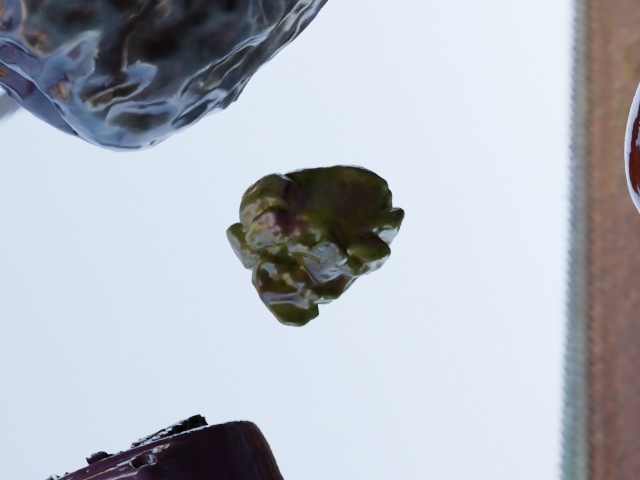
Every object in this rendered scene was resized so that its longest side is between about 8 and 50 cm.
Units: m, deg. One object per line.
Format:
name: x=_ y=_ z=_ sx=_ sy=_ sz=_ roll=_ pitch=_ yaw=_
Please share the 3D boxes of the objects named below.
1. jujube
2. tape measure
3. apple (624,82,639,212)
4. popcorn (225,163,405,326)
jujube: x=-0.091 y=-0.204 z=1.231 sx=0.226 sy=0.317 sz=0.226 roll=42 pitch=171 yaw=8
tape measure: x=-0.147 y=0.232 z=1.625 sx=0.245 sy=0.232 sz=0.149 roll=-1 pitch=-114 yaw=-61
apple: x=0.259 y=-0.050 z=0.937 sx=0.218 sy=0.201 sz=0.218 roll=31 pitch=-151 yaw=-20
popcorn: x=0.001 y=-0.002 z=1.282 sx=0.089 sy=0.109 sz=0.097 roll=61 pitch=-179 yaw=33
